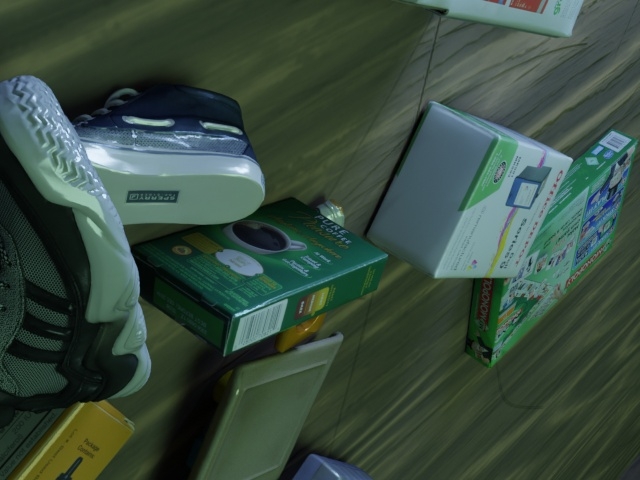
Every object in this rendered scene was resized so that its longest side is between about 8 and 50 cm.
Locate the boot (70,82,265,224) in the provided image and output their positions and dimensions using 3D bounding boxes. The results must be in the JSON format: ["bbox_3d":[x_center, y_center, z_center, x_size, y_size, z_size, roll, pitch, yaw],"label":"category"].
[{"bbox_3d":[-0.132,-0.059,0.620,0.190,0.086,0.069,4,139,-28],"label":"boot"}]

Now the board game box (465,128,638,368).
[{"bbox_3d":[0.322,0.010,1.352,0.317,0.046,0.214,-37,145,-31],"label":"board game box"}]

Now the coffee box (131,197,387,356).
[{"bbox_3d":[-0.045,0.023,0.767,0.184,0.113,0.040,-21,133,-48],"label":"coffee box"}]

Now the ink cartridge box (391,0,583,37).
[{"bbox_3d":[0.129,-0.319,0.686,0.272,0.130,0.309,-8,123,-52],"label":"ink cartridge box"}]

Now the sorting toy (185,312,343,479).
[{"bbox_3d":[-0.067,0.172,0.937,0.196,0.047,0.348,-13,130,-59],"label":"sorting toy"}]

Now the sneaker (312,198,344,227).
[{"bbox_3d":[0.000,0.000,0.898,0.037,0.032,0.083,-23,132,-24],"label":"sneaker"}]

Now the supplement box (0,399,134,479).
[{"bbox_3d":[-0.240,0.189,0.671,0.233,0.080,0.078,-48,150,-13],"label":"supplement box"}]

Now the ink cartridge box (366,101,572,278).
[{"bbox_3d":[0.163,-0.046,1.026,0.212,0.093,0.154,4,114,-58],"label":"ink cartridge box"}]

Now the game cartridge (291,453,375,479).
[{"bbox_3d":[-0.071,0.404,1.103,0.355,0.068,0.230,-54,163,-5],"label":"game cartridge"}]

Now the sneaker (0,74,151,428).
[{"bbox_3d":[-0.183,0.034,0.535,0.153,0.101,0.269,-23,149,-18],"label":"sneaker"}]
